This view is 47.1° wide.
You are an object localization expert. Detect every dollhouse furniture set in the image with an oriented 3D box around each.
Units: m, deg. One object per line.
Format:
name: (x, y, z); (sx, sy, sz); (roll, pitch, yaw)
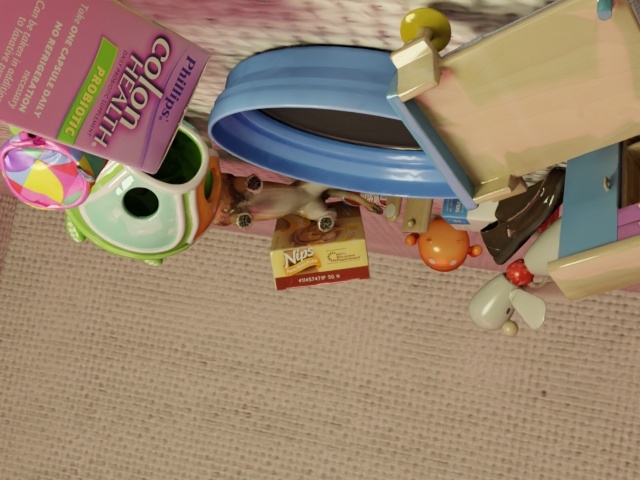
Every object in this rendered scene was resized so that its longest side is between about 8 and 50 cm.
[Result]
dollhouse furniture set: (0.257, -0.141, 0.628); (0.286, 0.198, 0.303); (-22, 123, 37)
dollhouse furniture set: (0.080, -0.088, 1.179); (0.151, 0.123, 0.144); (14, 173, -35)

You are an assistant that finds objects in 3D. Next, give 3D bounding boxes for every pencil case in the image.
pencil case: (-0.263, -0.136, 0.811); (0.104, 0.236, 0.104); (4, 133, 5)

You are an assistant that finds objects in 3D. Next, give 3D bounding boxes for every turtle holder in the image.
turtle holder: (-0.301, -0.123, 1.171); (0.320, 0.243, 0.227); (49, 149, -6)

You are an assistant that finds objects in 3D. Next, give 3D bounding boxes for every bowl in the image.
bowl: (0.058, -0.135, 0.919); (0.391, 0.077, 0.391); (10, 172, 1)

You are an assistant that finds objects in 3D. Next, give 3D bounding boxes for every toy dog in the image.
toy dog: (0.395, 0.055, 1.151); (0.220, 0.161, 0.334); (-26, 159, -31)

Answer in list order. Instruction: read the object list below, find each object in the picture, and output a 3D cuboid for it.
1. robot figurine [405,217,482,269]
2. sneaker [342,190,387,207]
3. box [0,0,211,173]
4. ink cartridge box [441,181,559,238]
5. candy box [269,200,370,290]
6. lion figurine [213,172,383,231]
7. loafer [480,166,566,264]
robot figurine: (0.303, 0.013, 1.816); (0.158, 0.128, 0.219); (48, -178, 11)
sneaker: (0.108, -0.090, 1.541); (0.118, 0.042, 0.067); (4, -179, -18)
box: (-0.256, -0.172, 0.586); (0.213, 0.117, 0.243); (32, -170, 37)
ink cartridge box: (0.344, -0.054, 1.297); (0.231, 0.078, 0.134); (7, 174, 23)
candy box: (0.000, 0.000, 1.511); (0.183, 0.088, 0.316); (-7, -163, 2)
lion figurine: (-0.094, -0.086, 1.475); (0.392, 0.142, 0.240); (7, -177, -23)
loafer: (0.314, -0.044, 1.159); (0.078, 0.080, 0.220); (43, 140, 12)
